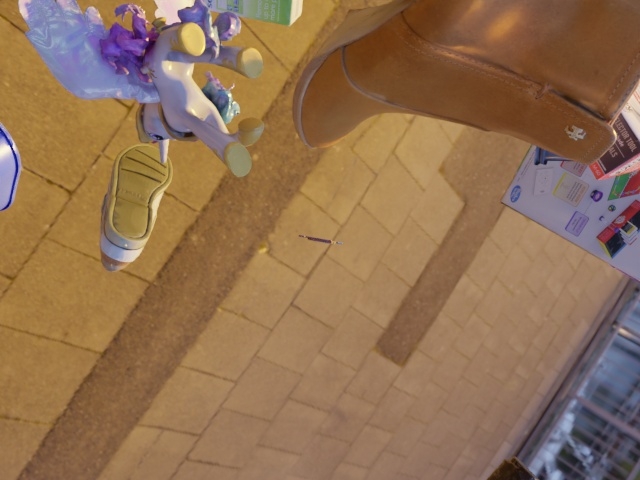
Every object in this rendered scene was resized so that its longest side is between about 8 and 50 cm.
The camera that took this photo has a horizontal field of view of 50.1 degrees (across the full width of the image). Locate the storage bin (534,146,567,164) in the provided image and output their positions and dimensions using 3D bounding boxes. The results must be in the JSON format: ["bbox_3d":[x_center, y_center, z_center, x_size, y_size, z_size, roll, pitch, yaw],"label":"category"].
[{"bbox_3d":[0.376,-0.174,1.016,0.098,0.091,0.135,-9,108,-67],"label":"storage bin"}]

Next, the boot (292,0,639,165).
[{"bbox_3d":[0.098,-0.106,0.494,0.104,0.211,0.295,-56,175,-24],"label":"boot"}]

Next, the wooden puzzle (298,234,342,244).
[{"bbox_3d":[0.000,0.000,1.279,0.049,0.083,0.006,17,83,-79],"label":"wooden puzzle"}]

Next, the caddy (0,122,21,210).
[{"bbox_3d":[-0.866,-0.188,1.676,0.341,0.241,0.179,-50,-178,44],"label":"caddy"}]

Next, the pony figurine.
[{"bbox_3d":[-0.248,-0.272,1.085,0.303,0.363,0.351,-35,120,-29],"label":"pony figurine"}]

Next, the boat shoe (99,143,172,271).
[{"bbox_3d":[-0.354,-0.069,1.270,0.113,0.302,0.103,25,125,-17],"label":"boat shoe"}]

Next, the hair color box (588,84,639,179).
[{"bbox_3d":[0.288,-0.115,0.611,0.167,0.093,0.053,-13,161,-37],"label":"hair color box"}]

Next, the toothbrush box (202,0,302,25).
[{"bbox_3d":[-0.194,-0.743,1.926,0.122,0.283,0.206,-63,165,-54],"label":"toothbrush box"}]

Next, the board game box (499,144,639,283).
[{"bbox_3d":[0.485,-0.087,1.090,0.064,0.316,0.242,-17,137,-57],"label":"board game box"}]

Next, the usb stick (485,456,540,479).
[{"bbox_3d":[0.181,0.405,0.900,0.045,0.077,0.278,40,92,-16],"label":"usb stick"}]
